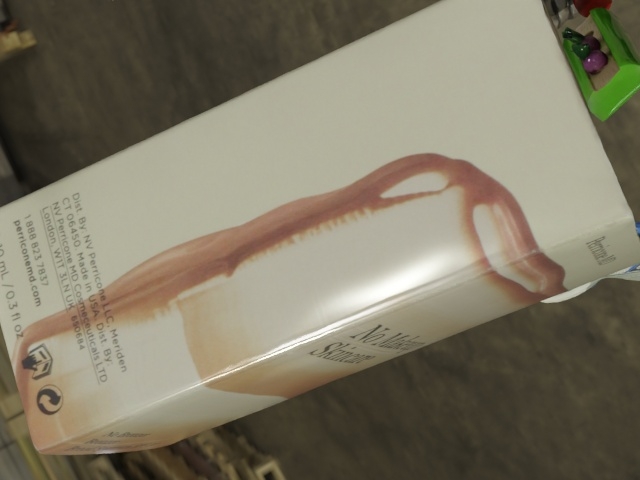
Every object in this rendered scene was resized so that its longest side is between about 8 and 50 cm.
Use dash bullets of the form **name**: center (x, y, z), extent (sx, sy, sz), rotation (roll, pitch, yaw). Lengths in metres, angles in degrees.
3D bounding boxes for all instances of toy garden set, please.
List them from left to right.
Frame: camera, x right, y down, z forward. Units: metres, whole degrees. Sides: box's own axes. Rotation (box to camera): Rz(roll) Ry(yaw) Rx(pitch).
- **toy garden set**: center (0.246, -0.219, 0.750), extent (0.049, 0.244, 0.204), rotation (36, -155, -18)

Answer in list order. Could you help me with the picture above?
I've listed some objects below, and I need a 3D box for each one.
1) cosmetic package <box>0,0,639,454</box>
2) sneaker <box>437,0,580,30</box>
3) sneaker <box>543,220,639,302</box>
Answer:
- **cosmetic package**: center (0.000, 0.000, 0.568), extent (0.153, 0.296, 0.129), rotation (23, -134, -68)
- **sneaker**: center (0.169, -0.277, 1.031), extent (0.124, 0.321, 0.180), rotation (2, 117, 46)
- **sneaker**: center (0.190, 0.009, 0.819), extent (0.135, 0.058, 0.052), rotation (-18, 67, 34)
